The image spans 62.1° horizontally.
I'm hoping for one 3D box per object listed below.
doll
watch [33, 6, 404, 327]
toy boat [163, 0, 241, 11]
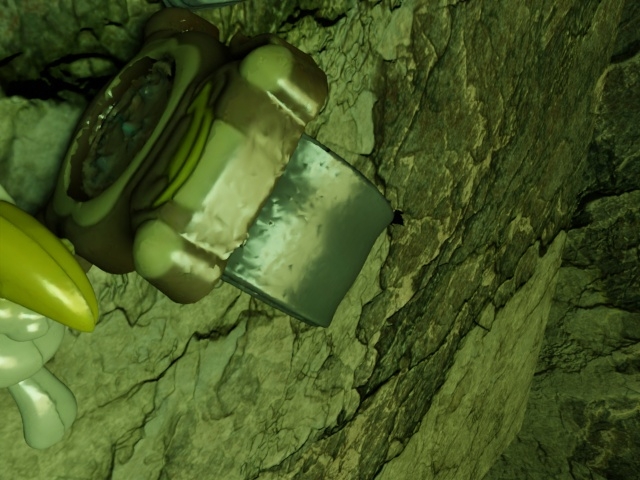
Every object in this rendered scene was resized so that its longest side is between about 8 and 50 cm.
[{"bbox_3d":[-0.290,0.051,0.459,0.237,0.252,0.111,-47,-176,33],"label":"doll"},{"bbox_3d":[-0.074,-0.031,0.573,0.327,0.335,0.314,34,82,-42],"label":"watch"},{"bbox_3d":[-0.127,-0.379,0.531,0.127,0.078,0.282,-28,130,-34],"label":"toy boat"}]
